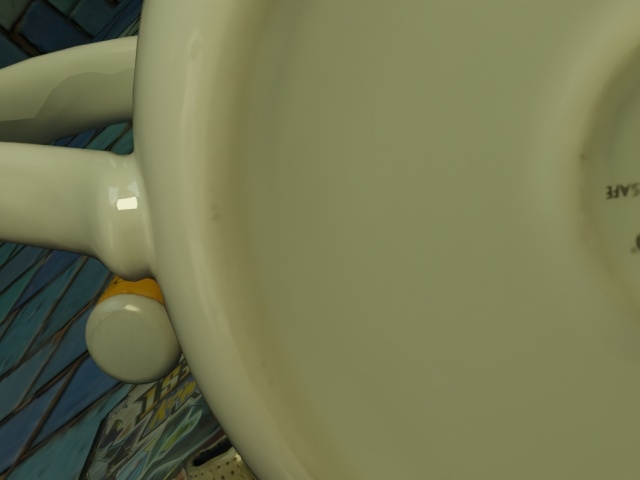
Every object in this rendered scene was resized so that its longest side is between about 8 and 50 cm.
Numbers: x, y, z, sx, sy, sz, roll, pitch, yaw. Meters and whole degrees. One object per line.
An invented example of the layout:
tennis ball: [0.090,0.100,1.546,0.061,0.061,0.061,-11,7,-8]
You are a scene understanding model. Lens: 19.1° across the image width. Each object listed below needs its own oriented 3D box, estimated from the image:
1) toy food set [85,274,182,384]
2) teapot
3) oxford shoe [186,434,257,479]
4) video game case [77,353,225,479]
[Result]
toy food set: [0.000,0.000,0.684,0.232,0.111,0.104,-42,11,26]
teapot: [0.075,-0.036,0.427,0.252,0.256,0.187,-52,11,12]
oxford shoe: [0.095,-0.027,0.564,0.348,0.130,0.123,-55,14,-25]
video game case: [-0.035,0.079,0.888,0.275,0.035,0.248,-43,15,24]
